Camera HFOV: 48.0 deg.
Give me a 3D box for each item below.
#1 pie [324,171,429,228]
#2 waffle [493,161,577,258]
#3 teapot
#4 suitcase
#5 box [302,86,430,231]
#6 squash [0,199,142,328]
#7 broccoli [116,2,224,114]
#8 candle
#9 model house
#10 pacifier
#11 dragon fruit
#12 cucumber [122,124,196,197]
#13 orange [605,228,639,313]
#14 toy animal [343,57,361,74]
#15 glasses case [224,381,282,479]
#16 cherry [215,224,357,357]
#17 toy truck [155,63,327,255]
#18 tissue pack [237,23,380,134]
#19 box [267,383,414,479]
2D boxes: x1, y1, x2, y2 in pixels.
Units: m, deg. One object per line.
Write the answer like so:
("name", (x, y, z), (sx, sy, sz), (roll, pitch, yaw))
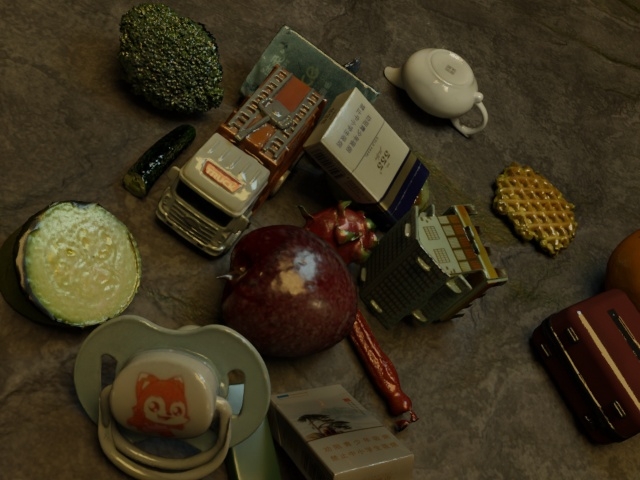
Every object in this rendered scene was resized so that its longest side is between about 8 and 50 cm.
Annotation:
("pie", (0.138, -0.117, 1.593), (0.248, 0.090, 0.201), (-6, 65, -29))
("waffle", (0.548, -0.086, 1.827), (0.254, 0.052, 0.245), (38, 48, 0))
("teapot", (0.309, -0.388, 1.842), (0.298, 0.139, 0.204), (40, 47, 4))
("suitcase", (0.627, 0.268, 1.559), (0.236, 0.161, 0.297), (-14, 66, -36))
("box", (0.100, -0.163, 1.468), (0.259, 0.071, 0.168), (46, 58, -24))
("squash", (-0.413, 0.051, 1.183), (0.220, 0.133, 0.220), (20, 58, -35))
("broccoli", (-0.301, -0.363, 1.464), (0.226, 0.198, 0.176), (30, 7, -45))
("candle", (0.093, 0.206, 1.380), (0.329, 0.048, 0.051), (61, 11, 18))
("model house", (0.217, 0.051, 1.435), (0.215, 0.224, 0.198), (-7, 64, -33))
("pacifier", (-0.222, 0.217, 1.129), (0.300, 0.244, 0.233), (8, 21, 2))
("dragon fruit", (0.000, -0.004, 1.421), (0.236, 0.135, 0.137), (-5, 66, -11))
("cucumber", (-0.306, -0.168, 1.405), (0.058, 0.052, 0.214), (49, 46, -19))
("orange", (0.830, 0.110, 1.691), (0.312, 0.312, 0.312), (14, 54, -20))
("toy animal", (0.001, -0.354, 1.668), (0.220, 0.108, 0.062), (-30, 76, -7))
("glasses case", (-0.122, 0.327, 1.181), (0.078, 0.039, 0.184), (-1, 60, -30))
("cherry", (-0.051, 0.094, 1.276), (0.300, 0.203, 0.230), (28, 47, -28))
("toy truck", (-0.141, -0.165, 1.390), (0.173, 0.207, 0.387), (35, 49, -4))
("tissue pack", (-0.025, -0.325, 1.585), (0.257, 0.185, 0.081), (35, 9, -4))
("box", (0.023, 0.322, 1.164), (0.150, 0.067, 0.233), (0, 19, -30))
